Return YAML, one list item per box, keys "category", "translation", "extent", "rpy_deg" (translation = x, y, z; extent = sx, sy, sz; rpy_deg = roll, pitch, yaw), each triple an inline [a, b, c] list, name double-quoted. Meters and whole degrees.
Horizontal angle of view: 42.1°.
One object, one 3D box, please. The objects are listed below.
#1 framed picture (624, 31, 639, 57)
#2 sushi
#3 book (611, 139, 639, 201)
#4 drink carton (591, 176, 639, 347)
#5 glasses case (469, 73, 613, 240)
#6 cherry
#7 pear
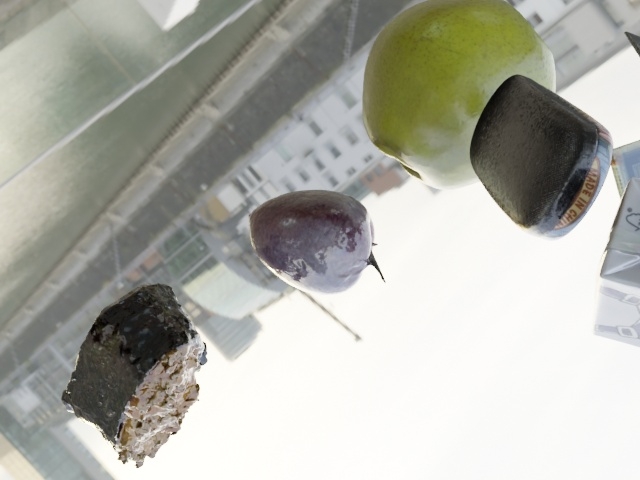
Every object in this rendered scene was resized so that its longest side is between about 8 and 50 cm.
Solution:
- category: "framed picture"
  translation: [0.668, -0.243, 1.364]
  extent: [0.244, 0.324, 0.013]
  rpy_deg: [-82, -166, -55]
- category: "sushi"
  translation: [-0.298, 0.224, 1.451]
  extent: [0.234, 0.207, 0.348]
  rpy_deg: [-33, 160, -39]
- category: "book"
  translation: [0.486, 0.012, 1.033]
  extent: [0.228, 0.322, 0.018]
  rpy_deg: [-18, -175, -19]
- category: "drink carton"
  translation: [0.340, 0.042, 0.670]
  extent: [0.102, 0.222, 0.134]
  rpy_deg: [-66, 157, -18]
- category: "glasses case"
  translation: [0.228, -0.099, 0.899]
  extent: [0.321, 0.082, 0.122]
  rpy_deg: [-94, -155, -69]
- category: "cherry"
  translation: [0.000, 0.000, 1.458]
  extent: [0.213, 0.266, 0.183]
  rpy_deg: [-12, 122, -84]
- category: "pear"
  translation: [0.208, -0.224, 1.240]
  extent: [0.294, 0.294, 0.294]
  rpy_deg: [-40, -174, 5]
